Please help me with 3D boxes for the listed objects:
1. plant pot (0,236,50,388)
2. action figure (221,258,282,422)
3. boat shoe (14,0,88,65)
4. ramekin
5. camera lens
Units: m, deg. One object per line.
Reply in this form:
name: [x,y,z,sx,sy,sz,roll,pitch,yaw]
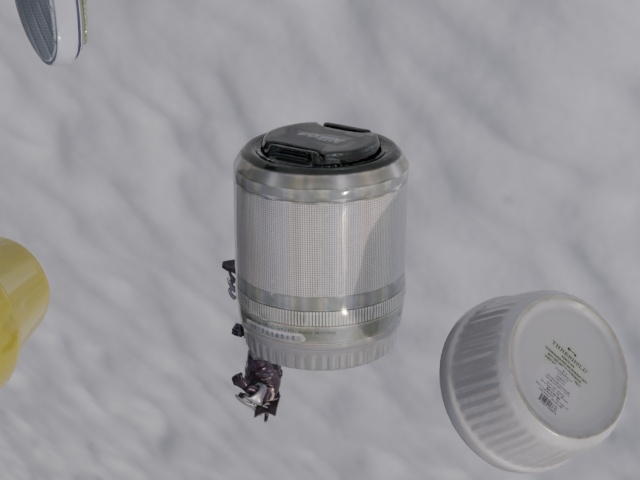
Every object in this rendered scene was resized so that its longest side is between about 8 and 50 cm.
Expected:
plant pot: [-0.528,0.106,2.041,0.254,0.239,0.254,7,112,18]
action figure: [-0.104,0.170,2.262,0.185,0.099,0.285,-108,15,-55]
boat shoe: [-0.302,-0.347,1.598,0.109,0.094,0.302,-27,72,55]
ramekin: [0.249,0.153,1.563,0.207,0.207,0.109,43,149,-11]
camera lens: [0.000,0.000,1.760,0.219,0.219,0.274,19,117,41]
